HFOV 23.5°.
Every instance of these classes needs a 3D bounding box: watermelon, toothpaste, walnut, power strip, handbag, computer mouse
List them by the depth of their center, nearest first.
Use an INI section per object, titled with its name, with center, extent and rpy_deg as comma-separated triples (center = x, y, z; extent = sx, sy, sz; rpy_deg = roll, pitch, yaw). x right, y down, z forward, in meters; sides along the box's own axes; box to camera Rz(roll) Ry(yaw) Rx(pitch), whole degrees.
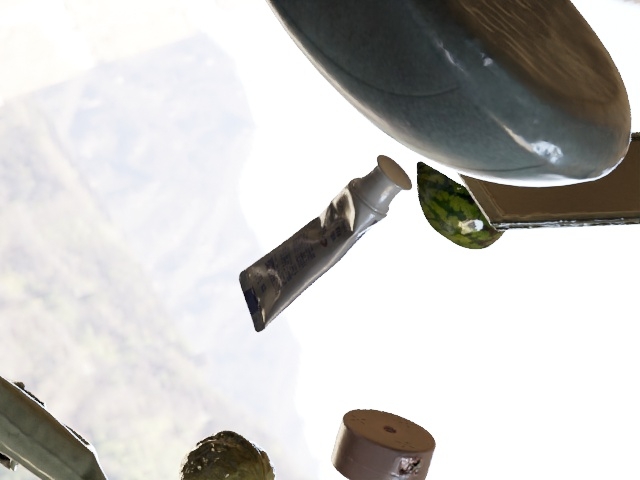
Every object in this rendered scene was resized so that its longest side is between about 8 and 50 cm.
[computer mouse]
center = 0.040, -0.166, 0.935
extent = 0.188, 0.122, 0.371
rpy_deg = -4, 58, -55
[walnut]
center = -0.088, 0.221, 1.449
extent = 0.092, 0.092, 0.092
rpy_deg = 162, -90, -87
[toothpaste]
center = 0.000, 0.000, 1.863
extent = 0.061, 0.266, 0.096
rpy_deg = 25, 33, -41
[watermelon]
center = 0.203, -0.046, 2.109
extent = 0.069, 0.163, 0.087
rpy_deg = -34, -148, 49
[handbag]
center = -0.442, 0.263, 2.206
extent = 0.316, 0.109, 0.253
rpy_deg = 41, -16, -24
[power strip]
center = 0.095, 0.317, 2.301
extent = 0.154, 0.154, 0.078
rpy_deg = -117, -138, -70

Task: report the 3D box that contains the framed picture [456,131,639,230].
[framed picture]
center = 0.290, -0.066, 1.649
extent = 0.231, 0.293, 0.018
rpy_deg = -111, -159, -62
